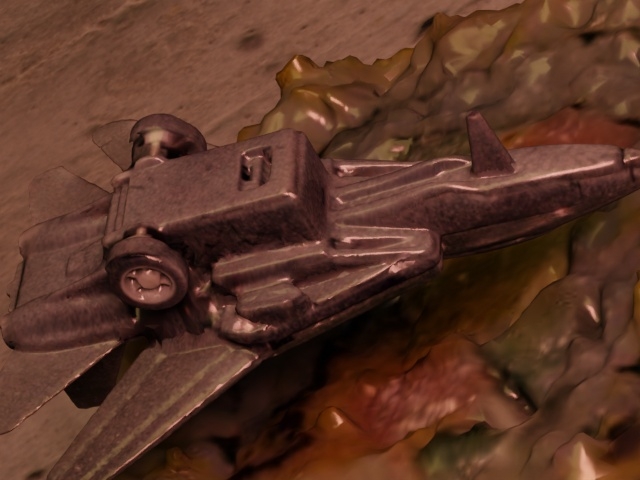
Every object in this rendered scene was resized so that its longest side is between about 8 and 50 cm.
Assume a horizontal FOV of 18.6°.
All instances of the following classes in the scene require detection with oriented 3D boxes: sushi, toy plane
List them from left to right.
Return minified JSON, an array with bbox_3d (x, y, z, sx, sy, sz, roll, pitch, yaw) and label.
[{"bbox_3d":[-0.005,-0.007,0.752,0.267,0.088,0.212,-17,43,22],"label":"toy plane"},{"bbox_3d":[0.083,0.079,0.862,0.351,0.240,0.397,-9,42,29],"label":"sushi"}]
